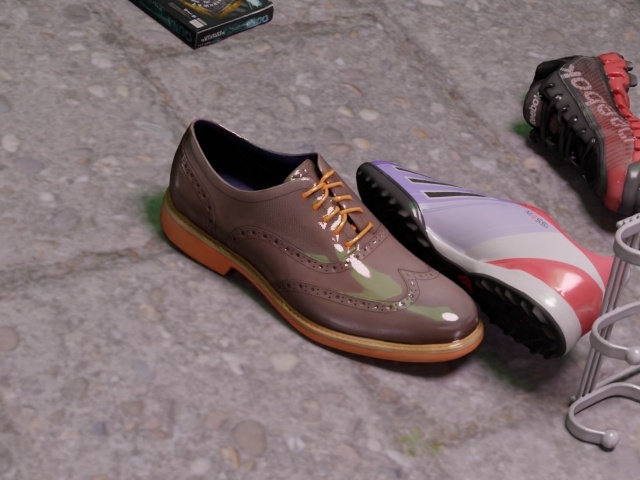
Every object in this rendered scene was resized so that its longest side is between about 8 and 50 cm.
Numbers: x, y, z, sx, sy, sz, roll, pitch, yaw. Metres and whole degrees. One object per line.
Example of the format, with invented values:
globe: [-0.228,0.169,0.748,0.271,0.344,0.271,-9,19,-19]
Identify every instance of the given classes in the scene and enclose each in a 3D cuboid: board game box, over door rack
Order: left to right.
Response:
board game box: [-0.163,-0.305,2.081,0.126,0.026,0.186,-25,51,-37]
over door rack: [0.374,0.039,1.623,0.108,0.239,0.324,33,44,28]

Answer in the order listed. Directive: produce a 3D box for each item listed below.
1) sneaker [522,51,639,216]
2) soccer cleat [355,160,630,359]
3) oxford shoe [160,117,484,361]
sneaker: [0.297,-0.121,1.912,0.135,0.097,0.276,5,37,-7]
soccer cleat: [0.163,-0.002,1.694,0.116,0.108,0.318,-37,48,-20]
oxford shoe: [0.000,0.000,1.665,0.363,0.133,0.130,26,41,17]
